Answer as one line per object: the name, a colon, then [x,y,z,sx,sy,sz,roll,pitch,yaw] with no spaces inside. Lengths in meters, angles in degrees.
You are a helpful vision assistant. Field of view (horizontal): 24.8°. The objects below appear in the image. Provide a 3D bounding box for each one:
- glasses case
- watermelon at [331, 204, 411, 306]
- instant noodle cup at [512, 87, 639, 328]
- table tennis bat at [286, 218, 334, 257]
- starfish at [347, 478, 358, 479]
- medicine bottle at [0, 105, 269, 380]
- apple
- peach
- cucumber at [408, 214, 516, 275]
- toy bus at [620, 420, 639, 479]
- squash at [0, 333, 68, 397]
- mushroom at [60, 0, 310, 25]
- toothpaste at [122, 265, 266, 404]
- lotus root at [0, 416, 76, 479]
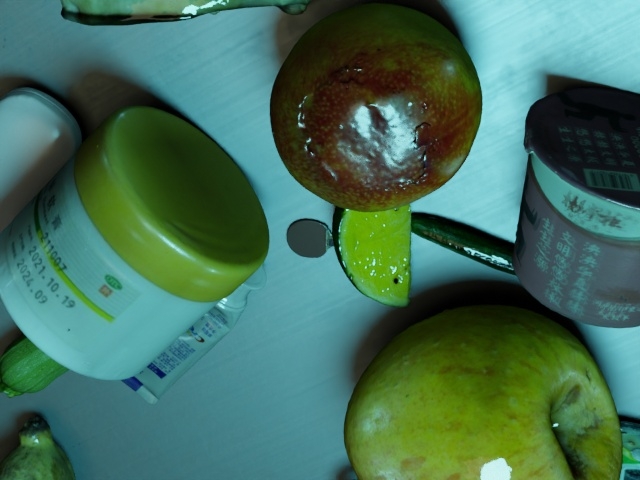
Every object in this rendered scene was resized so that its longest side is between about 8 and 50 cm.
glasses case: [-0.399,-0.059,1.763,0.113,0.075,0.297,39,117,-8]
watermelon: [0.053,-0.007,1.679,0.092,0.075,0.181,8,110,21]
instant noodle cup: [0.312,-0.031,1.555,0.235,0.235,0.178,16,127,5]
table tennis bat: [0.000,0.000,1.744,0.083,0.007,0.050,8,115,10]
starfish: [0.080,0.528,1.923,0.324,0.082,0.432,-39,111,19]
medicine bottle: [-0.217,0.005,1.663,0.238,0.238,0.232,44,116,-10]
apple: [0.180,0.223,1.660,0.275,0.299,0.299,-22,109,35]
peach: [0.060,-0.140,1.547,0.231,0.231,0.231,5,116,10]
cucumber: [0.186,0.010,1.694,0.184,0.036,0.033,22,127,2]
toy bus: [0.366,0.375,1.754,0.134,0.164,0.276,19,119,3]
squash: [-0.329,0.135,1.842,0.219,0.068,0.077,-30,107,24]
mushroom: [-0.147,-0.312,1.531,0.267,0.189,0.164,1,101,14]
toothpaste: [-0.169,0.107,1.811,0.096,0.061,0.266,41,123,-10]
lotus root: [-0.382,0.340,1.916,0.138,0.138,0.214,11,106,7]
